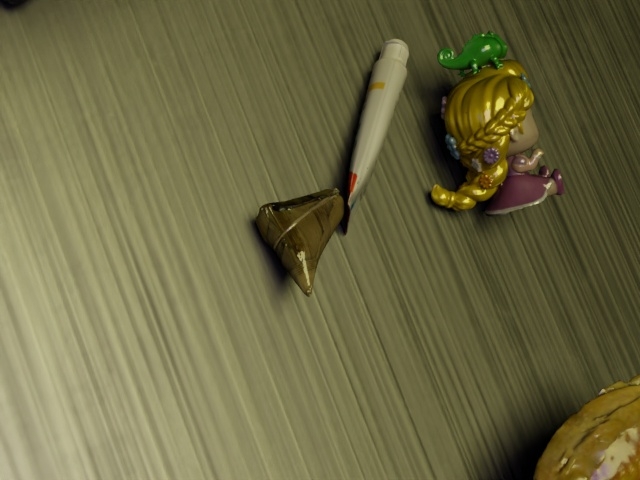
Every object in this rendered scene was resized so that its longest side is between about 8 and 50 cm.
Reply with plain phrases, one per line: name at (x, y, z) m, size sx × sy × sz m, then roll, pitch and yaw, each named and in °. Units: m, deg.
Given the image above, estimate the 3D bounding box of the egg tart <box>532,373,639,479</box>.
egg tart at (0.278, 0.253, 0.776) m, size 0.295 × 0.116 × 0.295 m, roll 4°, pitch 78°, yaw -17°

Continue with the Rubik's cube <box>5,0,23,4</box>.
Rubik's cube at (-0.169, -0.432, 0.640) m, size 0.344 × 0.344 × 0.337 m, roll 48°, pitch 56°, yaw -9°

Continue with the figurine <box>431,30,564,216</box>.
figurine at (0.138, -0.099, 0.851) m, size 0.115 × 0.095 × 0.156 m, roll -18°, pitch 101°, yaw -13°

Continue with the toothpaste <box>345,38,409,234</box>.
toothpaste at (0.045, -0.095, 0.823) m, size 0.031 × 0.048 × 0.190 m, roll 15°, pitch 60°, yaw 5°

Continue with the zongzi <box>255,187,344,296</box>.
zongzi at (0.000, 0.000, 0.749) m, size 0.076 × 0.040 × 0.083 m, roll -18°, pitch 58°, yaw -32°
